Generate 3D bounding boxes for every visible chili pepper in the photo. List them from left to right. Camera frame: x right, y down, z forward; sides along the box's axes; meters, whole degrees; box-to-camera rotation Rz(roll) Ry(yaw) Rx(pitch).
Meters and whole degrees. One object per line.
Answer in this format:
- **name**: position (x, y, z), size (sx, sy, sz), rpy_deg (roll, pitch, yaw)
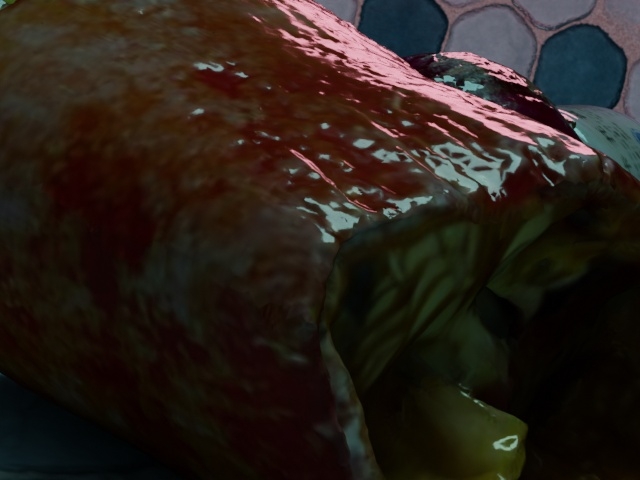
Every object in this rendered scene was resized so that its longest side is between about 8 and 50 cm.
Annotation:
- **chili pepper**: position (0.000, 0.000, 0.655), size (0.305, 0.229, 0.251), rpy_deg (22, -5, 42)

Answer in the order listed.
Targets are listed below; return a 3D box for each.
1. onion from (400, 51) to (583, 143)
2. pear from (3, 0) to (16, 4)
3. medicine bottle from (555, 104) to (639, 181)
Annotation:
- **onion**: position (0.053, 0.006, 0.860), size (0.218, 0.195, 0.140), rpy_deg (-25, 10, -16)
- **pear**: position (-0.204, -0.095, 0.965), size (0.209, 0.208, 0.209), rpy_deg (13, 11, -2)
- **medicine bottle**: position (0.155, -0.022, 1.133), size (0.152, 0.152, 0.254), rpy_deg (18, 11, 23)
